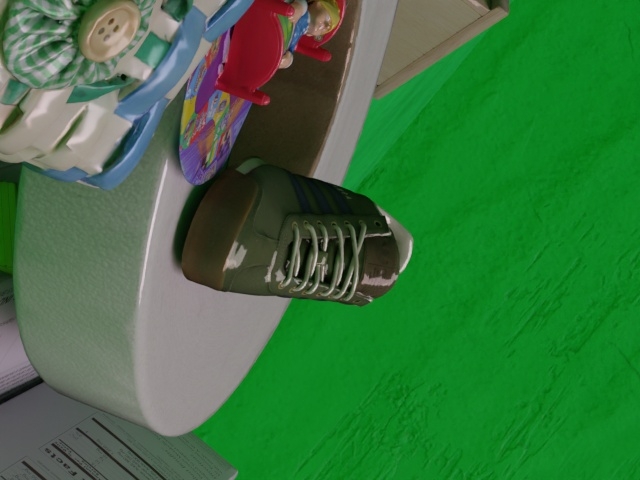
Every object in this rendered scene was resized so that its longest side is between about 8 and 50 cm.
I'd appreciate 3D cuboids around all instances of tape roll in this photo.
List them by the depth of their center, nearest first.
[{"bbox_3d":[-0.043,-0.083,0.745,0.392,0.072,0.392,20,90,-78],"label":"tape roll"}]

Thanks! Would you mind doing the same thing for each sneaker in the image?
[{"bbox_3d":[0.000,0.000,0.685,0.192,0.086,0.064,-16,125,-76],"label":"sneaker"}]

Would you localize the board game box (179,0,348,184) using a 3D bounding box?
[{"bbox_3d":[-0.011,-0.098,0.576,0.133,0.033,0.168,89,23,-72],"label":"board game box"}]

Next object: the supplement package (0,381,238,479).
[{"bbox_3d":[-0.173,0.184,0.825,0.139,0.134,0.244,-53,173,14],"label":"supplement package"}]

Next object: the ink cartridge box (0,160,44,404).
[{"bbox_3d":[-0.303,0.117,0.796,0.395,0.151,0.270,-56,172,17],"label":"ink cartridge box"}]

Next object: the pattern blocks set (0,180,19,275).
[{"bbox_3d":[-0.127,-0.118,0.697,0.325,0.026,0.285,55,44,-66],"label":"pattern blocks set"}]

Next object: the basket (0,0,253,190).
[{"bbox_3d":[-0.122,-0.166,0.407,0.254,0.201,0.289,-51,135,5],"label":"basket"}]

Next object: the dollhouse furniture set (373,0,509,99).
[{"bbox_3d":[-0.001,-0.279,1.057,0.286,0.198,0.303,-30,-140,39],"label":"dollhouse furniture set"}]
